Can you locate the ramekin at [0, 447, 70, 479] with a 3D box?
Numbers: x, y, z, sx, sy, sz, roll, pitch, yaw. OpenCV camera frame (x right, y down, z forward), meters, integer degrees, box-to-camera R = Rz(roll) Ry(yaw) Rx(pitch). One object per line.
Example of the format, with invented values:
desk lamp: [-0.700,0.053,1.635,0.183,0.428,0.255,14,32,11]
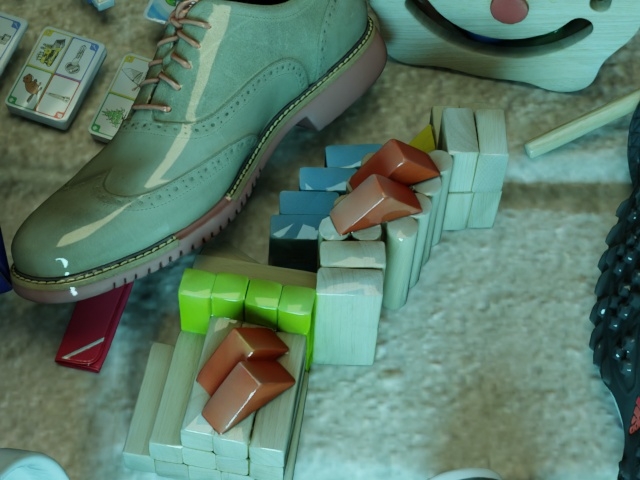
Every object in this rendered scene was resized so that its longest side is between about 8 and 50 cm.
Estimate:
ramekin: [-0.201,0.205,0.692,0.109,0.207,0.207,2,53,11]

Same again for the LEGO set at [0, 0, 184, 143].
LEGO set: [-0.170,-0.183,1.085,0.182,0.060,0.244,18,63,6]

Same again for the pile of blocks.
pile of blocks: [0.000,0.000,0.904,0.149,0.112,0.362,29,57,18]

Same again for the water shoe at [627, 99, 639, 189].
water shoe: [0.281,-0.021,0.969,0.080,0.073,0.203,-3,59,-26]

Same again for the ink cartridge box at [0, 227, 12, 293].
ink cartridge box: [-0.354,-0.077,0.863,0.270,0.151,0.395,-14,78,-7]

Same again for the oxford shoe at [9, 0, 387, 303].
oxford shoe: [-0.093,-0.095,0.941,0.123,0.130,0.348,11,44,37]

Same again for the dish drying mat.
dish drying mat: [-0.149,0.049,0.924,0.032,0.008,0.083,11,54,6]

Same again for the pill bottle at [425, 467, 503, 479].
pill bottle: [0.091,0.194,0.793,0.065,0.065,0.116,-9,54,-9]

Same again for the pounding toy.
pounding toy: [0.157,-0.167,1.009,0.269,0.154,0.155,11,54,6]

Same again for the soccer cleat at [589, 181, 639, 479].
soccer cleat: [0.243,0.094,0.862,0.116,0.108,0.318,12,53,-12]
